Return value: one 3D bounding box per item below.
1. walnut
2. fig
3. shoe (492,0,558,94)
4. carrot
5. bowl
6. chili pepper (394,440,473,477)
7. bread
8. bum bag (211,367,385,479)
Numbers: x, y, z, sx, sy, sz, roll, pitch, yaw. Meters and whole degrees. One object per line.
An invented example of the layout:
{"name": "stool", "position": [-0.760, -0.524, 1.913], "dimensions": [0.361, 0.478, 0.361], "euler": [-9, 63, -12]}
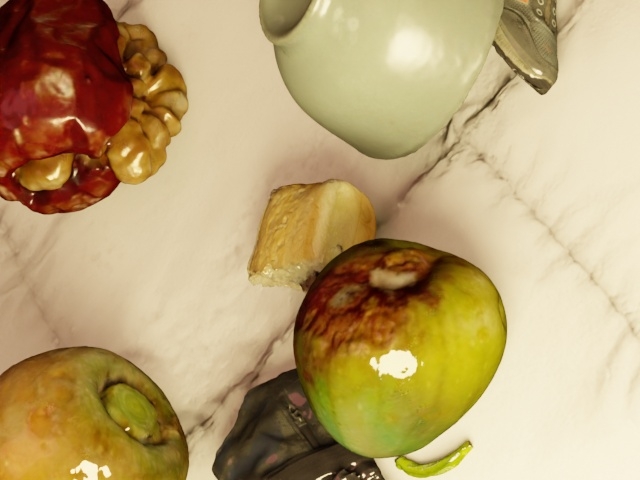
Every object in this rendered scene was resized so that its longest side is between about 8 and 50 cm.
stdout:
{"name": "walnut", "position": [-0.268, -0.161, 2.048], "dimensions": [0.244, 0.222, 0.269], "euler": [-11, 51, 3]}
{"name": "fig", "position": [0.065, 0.097, 1.658], "dimensions": [0.181, 0.181, 0.191], "euler": [39, 123, 44]}
{"name": "shoe", "position": [0.187, -0.223, 1.748], "dimensions": [0.077, 0.074, 0.194], "euler": [-33, 51, 21]}
{"name": "carrot", "position": [-0.291, 0.263, 1.864], "dimensions": [0.340, 0.224, 0.224], "euler": [-42, 50, 23]}
{"name": "bowl", "position": [0.035, -0.230, 1.776], "dimensions": [0.289, 0.146, 0.289], "euler": [-33, 50, 51]}
{"name": "chili pepper", "position": [0.098, 0.194, 1.685], "dimensions": [0.083, 0.017, 0.030], "euler": [-12, 63, 39]}
{"name": "bread", "position": [-0.002, 0.000, 1.817], "dimensions": [0.125, 0.082, 0.106], "euler": [-7, 57, 51]}
{"name": "bum bag", "position": [0.006, 0.242, 1.711], "dimensions": [0.137, 0.074, 0.310], "euler": [-45, 48, 6]}
